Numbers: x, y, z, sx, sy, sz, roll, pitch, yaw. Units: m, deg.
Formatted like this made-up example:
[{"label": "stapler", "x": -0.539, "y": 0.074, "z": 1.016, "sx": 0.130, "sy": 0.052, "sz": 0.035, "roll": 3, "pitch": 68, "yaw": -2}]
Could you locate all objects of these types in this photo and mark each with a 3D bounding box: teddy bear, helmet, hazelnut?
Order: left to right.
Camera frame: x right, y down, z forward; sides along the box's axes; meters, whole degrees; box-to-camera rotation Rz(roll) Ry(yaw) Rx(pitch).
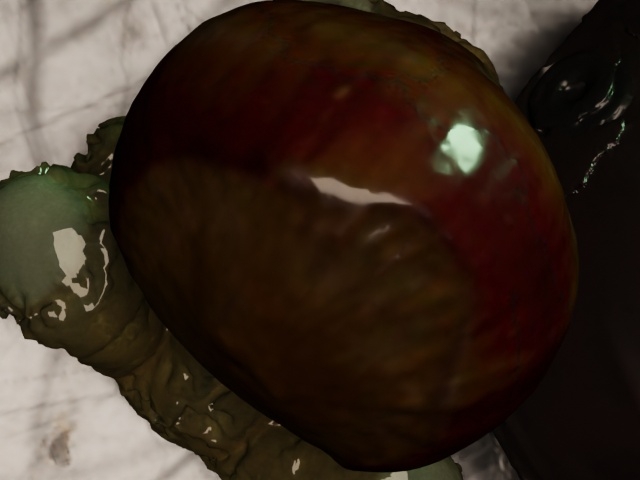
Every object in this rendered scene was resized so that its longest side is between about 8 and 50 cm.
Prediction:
[{"label": "teddy bear", "x": 0.000, "y": 0.000, "z": 0.928, "sx": 0.267, "sy": 0.156, "sz": 0.256, "roll": 41, "pitch": 81, "yaw": -6}, {"label": "hazelnut", "x": 0.016, "y": 0.002, "z": 0.785, "sx": 0.170, "sy": 0.160, "sz": 0.201, "roll": -31, "pitch": 125, "yaw": 4}, {"label": "helmet", "x": 0.208, "y": 0.010, "z": 0.904, "sx": 0.225, "sy": 0.177, "sz": 0.305, "roll": 33, "pitch": 67, "yaw": -40}]
